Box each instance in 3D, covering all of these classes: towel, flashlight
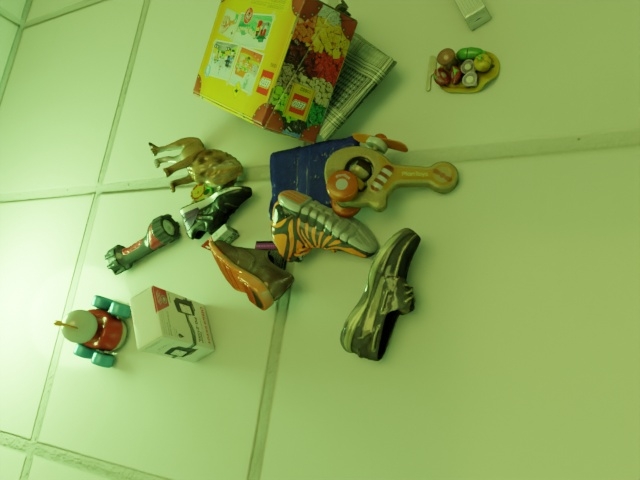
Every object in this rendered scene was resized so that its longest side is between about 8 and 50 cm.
[{"bbox_3d":[0.047,-0.487,1.832,0.312,0.056,0.324,-47,40,10],"label":"towel"},{"bbox_3d":[-0.632,0.010,2.106,0.304,0.103,0.103,-24,35,25],"label":"flashlight"},{"bbox_3d":[-0.014,-0.179,1.797,0.308,0.076,0.227,-7,76,30],"label":"towel"}]

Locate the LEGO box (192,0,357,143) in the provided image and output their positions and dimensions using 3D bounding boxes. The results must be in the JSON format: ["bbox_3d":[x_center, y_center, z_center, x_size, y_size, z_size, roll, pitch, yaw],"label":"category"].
[{"bbox_3d":[-0.161,-0.551,1.838,0.500,0.193,0.372,35,109,48],"label":"LEGO box"}]

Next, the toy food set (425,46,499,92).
[{"bbox_3d":[0.375,-0.476,1.648,0.218,0.071,0.128,9,78,35],"label":"toy food set"}]

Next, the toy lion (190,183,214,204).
[{"bbox_3d":[-0.407,-0.160,2.066,0.100,0.034,0.096,-18,56,26],"label":"toy lion"}]

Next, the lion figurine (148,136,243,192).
[{"bbox_3d":[-0.434,-0.282,2.055,0.240,0.142,0.392,-26,47,-16],"label":"lion figurine"}]

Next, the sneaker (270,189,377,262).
[{"bbox_3d":[0.000,0.000,1.699,0.321,0.125,0.180,30,119,18],"label":"sneaker"}]

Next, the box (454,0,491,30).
[{"bbox_3d":[0.397,-0.748,1.738,0.067,0.063,0.323,-30,59,22],"label":"box"}]

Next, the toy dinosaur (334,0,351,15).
[{"bbox_3d":[0.026,-0.658,1.890,0.314,0.121,0.160,18,82,59],"label":"toy dinosaur"}]

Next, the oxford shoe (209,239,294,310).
[{"bbox_3d":[-0.210,0.079,1.782,0.133,0.130,0.364,-35,43,-20],"label":"oxford shoe"}]

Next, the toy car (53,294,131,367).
[{"bbox_3d":[-0.800,0.289,2.024,0.210,0.238,0.219,12,79,35],"label":"toy car"}]

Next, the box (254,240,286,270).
[{"bbox_3d":[-0.158,0.081,1.816,0.116,0.029,0.162,0,71,34],"label":"box"}]

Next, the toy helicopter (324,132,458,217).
[{"bbox_3d":[0.188,-0.188,1.608,0.355,0.140,0.234,3,70,10],"label":"toy helicopter"}]

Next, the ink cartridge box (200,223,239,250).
[{"bbox_3d":[-0.322,0.001,1.929,0.115,0.063,0.029,-41,54,15],"label":"ink cartridge box"}]

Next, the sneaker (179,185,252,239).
[{"bbox_3d":[-0.326,-0.083,1.957,0.283,0.107,0.124,-22,77,29],"label":"sneaker"}]

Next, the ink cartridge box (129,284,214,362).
[{"bbox_3d":[-0.442,0.256,1.806,0.100,0.237,0.171,-31,59,17],"label":"ink cartridge box"}]

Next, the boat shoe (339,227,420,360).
[{"bbox_3d":[0.181,0.144,1.527,0.130,0.132,0.355,27,97,27],"label":"boat shoe"}]
